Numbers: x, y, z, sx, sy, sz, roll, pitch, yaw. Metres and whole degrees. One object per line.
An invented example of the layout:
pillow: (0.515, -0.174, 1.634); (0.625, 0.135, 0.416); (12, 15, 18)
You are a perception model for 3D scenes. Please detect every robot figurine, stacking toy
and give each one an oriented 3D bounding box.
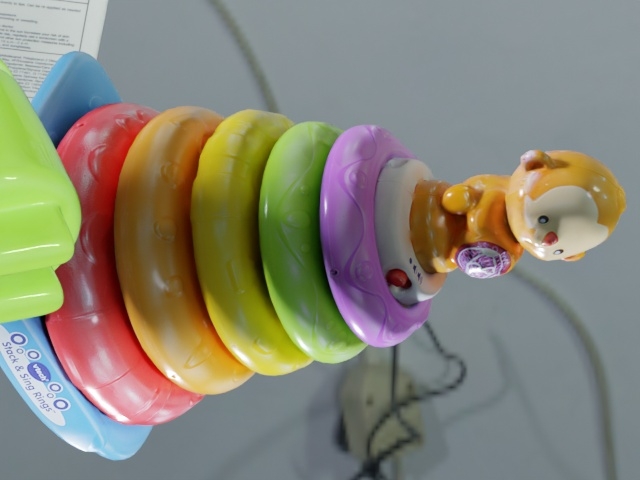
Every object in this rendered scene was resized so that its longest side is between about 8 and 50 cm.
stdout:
robot figurine: (-0.125, -0.023, 0.679); (0.067, 0.115, 0.101); (-12, 142, -26)
stacking toy: (0.000, 0.000, 0.946); (0.302, 0.166, 0.175); (-6, 132, 25)

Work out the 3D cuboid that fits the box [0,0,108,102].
box: (-0.232, -0.212, 1.471); (0.148, 0.127, 0.232); (7, 141, -11)
